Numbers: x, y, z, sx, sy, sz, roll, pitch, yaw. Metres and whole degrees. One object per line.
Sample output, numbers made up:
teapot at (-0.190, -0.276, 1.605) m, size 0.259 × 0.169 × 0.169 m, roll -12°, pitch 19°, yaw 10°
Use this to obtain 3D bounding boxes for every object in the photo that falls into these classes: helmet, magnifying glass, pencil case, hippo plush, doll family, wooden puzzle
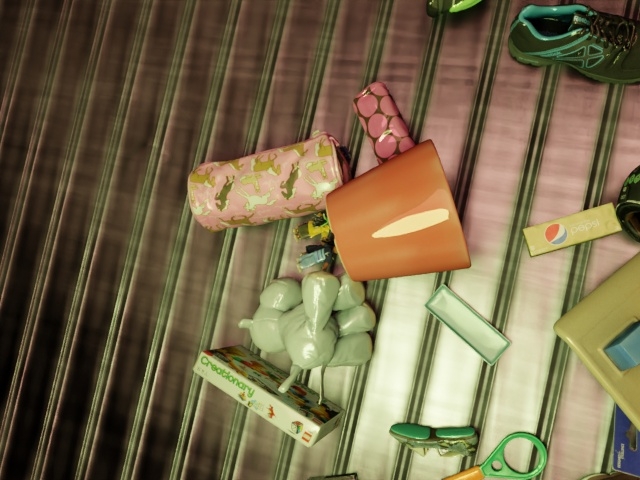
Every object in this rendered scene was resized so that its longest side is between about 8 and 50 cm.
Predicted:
helmet at (0.668, -0.081, 1.163) m, size 0.169 × 0.169 × 0.161 m, roll 41°, pitch 77°, yaw 17°
magnifying glass at (0.361, 0.475, 1.273) m, size 0.230 × 0.026 × 0.092 m, roll -27°, pitch 78°, yaw 11°
pencil case at (0.145, -0.249, 1.380) m, size 0.098 × 0.095 × 0.210 m, roll -29°, pitch 74°, yaw 28°
pencil case at (-0.120, -0.131, 1.413) m, size 0.385 × 0.160 × 0.167 m, roll -12°, pitch 56°, yaw 16°
hippo plush at (-0.033, 0.200, 1.357) m, size 0.236 × 0.234 × 0.295 m, roll 1°, pitch 67°, yaw 47°
doll family at (0.000, 0.000, 1.368) m, size 0.111 × 0.076 × 0.193 m, roll -17°, pitch 53°, yaw 11°
wooden puzzle at (0.653, 0.200, 1.104) m, size 0.322 × 0.080 × 0.348 m, roll -32°, pitch 72°, yaw -21°

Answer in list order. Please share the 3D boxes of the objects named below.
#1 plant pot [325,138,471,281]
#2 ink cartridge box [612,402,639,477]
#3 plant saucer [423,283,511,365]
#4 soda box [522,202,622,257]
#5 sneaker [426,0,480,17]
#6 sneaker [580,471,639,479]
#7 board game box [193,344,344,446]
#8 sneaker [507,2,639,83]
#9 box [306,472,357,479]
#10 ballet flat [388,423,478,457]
plant pot at (0.154, -0.041, 1.250) m, size 0.243 × 0.275 × 0.275 m, roll -17°, pitch 80°, yaw 10°
ink cartridge box at (0.733, 0.385, 1.096) m, size 0.370 × 0.069 × 0.176 m, roll 11°, pitch 44°, yaw 19°
plant saucer at (0.317, 0.181, 1.318) m, size 0.192 × 0.018 × 0.067 m, roll 42°, pitch 97°, yaw 16°
soda box at (0.516, -0.020, 1.256) m, size 0.181 × 0.058 × 0.061 m, roll -18°, pitch 79°, yaw 15°
sneaker at (0.191, -0.711, 1.362) m, size 0.202 × 0.185 × 0.483 m, roll -32°, pitch 75°, yaw 8°
sneaker at (0.619, 0.470, 1.119) m, size 0.281 × 0.162 × 0.107 m, roll -27°, pitch 77°, yaw 13°
board game box at (-0.109, 0.333, 1.343) m, size 0.305 × 0.193 × 0.053 m, roll 28°, pitch 94°, yaw 17°
sneaker at (0.557, -0.407, 1.240) m, size 0.340 × 0.139 × 0.125 m, roll 10°, pitch 86°, yaw 17°
box at (0.038, 0.609, 1.355) m, size 0.116 × 0.029 × 0.162 m, roll -12°, pitch 80°, yaw 16°
ballet flat at (0.239, 0.432, 1.296) m, size 0.188 × 0.070 × 0.070 m, roll -2°, pitch 84°, yaw 20°
